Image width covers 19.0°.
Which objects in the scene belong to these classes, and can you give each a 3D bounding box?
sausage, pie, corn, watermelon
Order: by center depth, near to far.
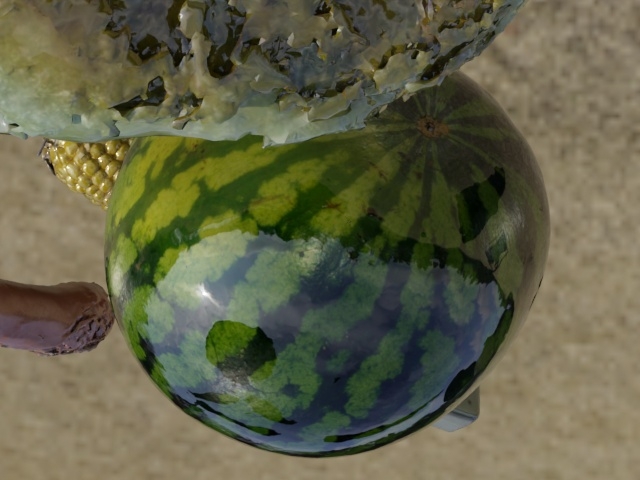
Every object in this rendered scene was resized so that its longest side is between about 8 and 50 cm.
[{"bbox_3d":[-0.018,-0.193,0.782,0.296,0.371,0.078,25,-170,-22],"label":"pie"},{"bbox_3d":[0.000,0.000,1.254,0.285,0.285,0.285,3,159,1],"label":"watermelon"},{"bbox_3d":[-0.285,0.060,1.694,0.078,0.078,0.304,-10,168,32],"label":"sausage"},{"bbox_3d":[-0.121,-0.036,1.816,0.305,0.106,0.106,32,153,-9],"label":"corn"}]

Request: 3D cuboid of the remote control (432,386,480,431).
[{"bbox_3d":[0.017,0.068,1.585,0.285,0.123,0.038,20,145,-33],"label":"remote control"}]
